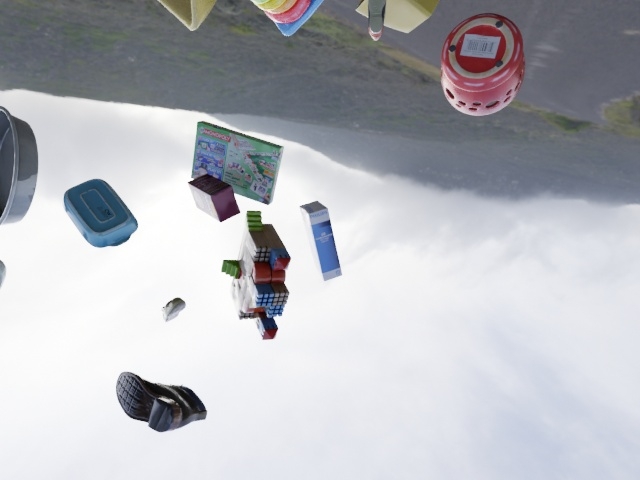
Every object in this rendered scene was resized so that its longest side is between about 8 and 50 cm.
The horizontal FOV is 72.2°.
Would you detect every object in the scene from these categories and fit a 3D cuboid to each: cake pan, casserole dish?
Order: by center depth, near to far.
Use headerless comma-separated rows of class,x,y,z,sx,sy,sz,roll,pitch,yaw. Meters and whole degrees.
casserole dish,-0.482,-0.067,0.955,0.114,0.037,0.188,-33,-108,-30
cake pan,-0.750,-0.166,1.039,0.293,0.293,0.054,28,-165,33

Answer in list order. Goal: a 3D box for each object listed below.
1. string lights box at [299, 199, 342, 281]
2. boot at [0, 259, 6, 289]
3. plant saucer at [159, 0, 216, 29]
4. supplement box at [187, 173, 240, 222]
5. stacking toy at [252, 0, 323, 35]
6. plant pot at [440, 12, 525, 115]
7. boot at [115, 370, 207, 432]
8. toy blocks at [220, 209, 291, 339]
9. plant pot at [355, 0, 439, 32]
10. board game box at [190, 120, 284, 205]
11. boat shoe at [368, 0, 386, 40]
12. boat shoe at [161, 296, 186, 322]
string lights box,0.000,0.000,1.575,0.076,0.260,0.133,-17,-158,-12
boot,-0.834,0.091,1.085,0.088,0.244,0.176,36,-157,-30
plant saucer,-0.215,-0.509,0.577,0.081,0.333,0.333,-24,-125,-29
supplement box,-0.354,-0.143,1.451,0.081,0.104,0.188,-31,-144,-27
stacking toy,-0.139,-0.625,1.042,0.166,0.175,0.302,59,-147,5
plant pot,0.371,-0.404,1.014,0.191,0.191,0.174,22,-171,21
boot,-0.341,0.340,0.932,0.219,0.082,0.106,17,175,37
toy blocks,-0.187,0.134,1.389,0.190,0.381,0.261,1,-147,-28
plant pot,0.273,-0.793,1.381,0.187,0.212,0.212,31,173,-19
board game box,-0.300,-0.274,1.553,0.317,0.213,0.046,20,-155,10
boat shoe,0.149,-0.597,1.148,0.049,0.137,0.043,2,176,10
boat shoe,-0.411,0.183,1.209,0.056,0.153,0.048,-27,-99,-32
